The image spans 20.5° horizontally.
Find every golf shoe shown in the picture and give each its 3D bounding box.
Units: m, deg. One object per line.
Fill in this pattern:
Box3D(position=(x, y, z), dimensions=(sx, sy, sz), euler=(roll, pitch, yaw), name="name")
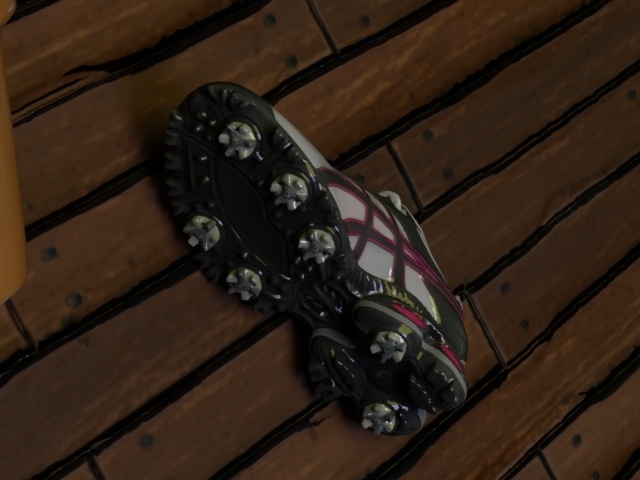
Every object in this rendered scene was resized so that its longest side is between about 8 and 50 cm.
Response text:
Box3D(position=(0.000, 0.000, 1.133), dimensions=(0.273, 0.105, 0.120), euler=(54, 33, -22), name="golf shoe")

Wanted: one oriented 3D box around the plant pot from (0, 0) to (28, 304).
Box3D(position=(-0.233, -0.049, 0.875), dimensions=(0.205, 0.205, 0.188), euler=(-34, 115, -42), name="plant pot")
